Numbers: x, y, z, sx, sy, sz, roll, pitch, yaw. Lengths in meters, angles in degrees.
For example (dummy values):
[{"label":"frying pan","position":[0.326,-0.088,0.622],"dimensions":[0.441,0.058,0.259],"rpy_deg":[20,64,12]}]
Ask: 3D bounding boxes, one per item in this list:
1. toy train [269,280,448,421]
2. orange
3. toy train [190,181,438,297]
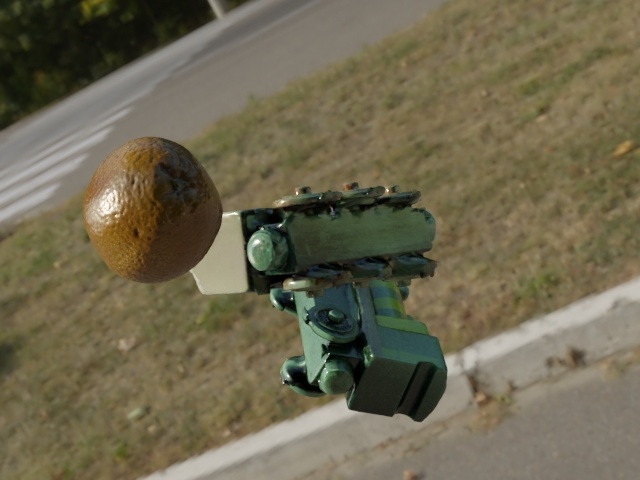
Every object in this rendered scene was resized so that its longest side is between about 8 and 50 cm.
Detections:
[{"label":"toy train","position":[0.030,0.070,1.045],"dimensions":[0.200,0.132,0.083],"rpy_deg":[-98,25,-54]},{"label":"orange","position":[-0.090,-0.017,0.638],"dimensions":[0.085,0.085,0.085],"rpy_deg":[-27,14,7]},{"label":"toy train","position":[0.000,0.000,0.879],"dimensions":[0.125,0.081,0.194],"rpy_deg":[-4,1,40]}]
